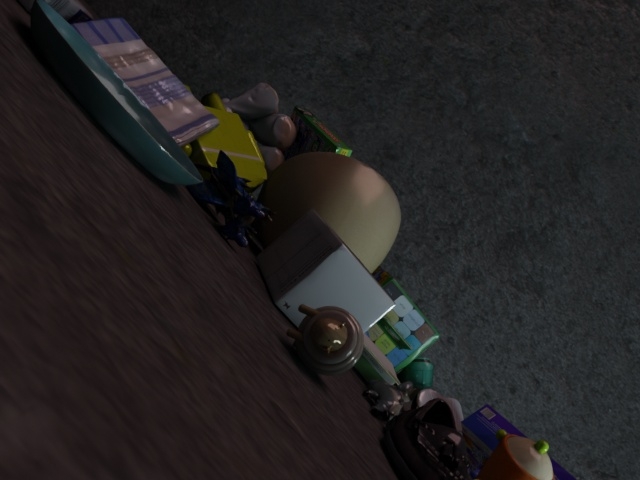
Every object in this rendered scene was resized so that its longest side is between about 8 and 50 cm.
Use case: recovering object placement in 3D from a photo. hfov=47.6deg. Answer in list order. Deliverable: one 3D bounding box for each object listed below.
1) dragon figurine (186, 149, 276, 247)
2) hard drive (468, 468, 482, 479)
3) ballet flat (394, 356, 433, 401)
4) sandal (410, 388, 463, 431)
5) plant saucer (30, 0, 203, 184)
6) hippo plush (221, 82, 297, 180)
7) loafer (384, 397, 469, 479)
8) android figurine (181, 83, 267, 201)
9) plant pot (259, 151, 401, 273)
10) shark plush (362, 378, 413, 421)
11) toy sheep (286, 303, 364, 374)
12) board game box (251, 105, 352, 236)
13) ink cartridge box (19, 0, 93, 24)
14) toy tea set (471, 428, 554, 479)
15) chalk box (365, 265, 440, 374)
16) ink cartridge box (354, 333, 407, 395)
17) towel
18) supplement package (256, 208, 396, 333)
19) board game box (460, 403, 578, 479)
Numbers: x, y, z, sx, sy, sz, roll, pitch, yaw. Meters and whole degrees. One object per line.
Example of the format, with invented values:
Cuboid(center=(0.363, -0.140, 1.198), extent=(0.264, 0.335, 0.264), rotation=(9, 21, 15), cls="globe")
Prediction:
Cuboid(center=(-0.164, -0.088, 1.214), extent=(0.289, 0.085, 0.144), rotation=(51, 1, 32), cls="dragon figurine")
Cuboid(center=(0.376, 0.497, 1.129), extent=(0.210, 0.040, 0.318), rotation=(14, 30, -42), cls="hard drive")
Cuboid(center=(0.202, 0.334, 1.703), extent=(0.247, 0.083, 0.087), rotation=(117, -21, -70), cls="ballet flat")
Cuboid(center=(0.255, 0.402, 1.642), extent=(0.265, 0.076, 0.102), rotation=(31, 45, -57), cls="sandal")
Cuboid(center=(-0.281, -0.188, 0.990), extent=(0.317, 0.044, 0.317), rotation=(50, 1, -1), cls="plant saucer")
Cuboid(center=(-0.220, -0.214, 1.669), extent=(0.236, 0.294, 0.234), rotation=(-18, -95, 65), cls="hippo plush")
Cuboid(center=(0.148, 0.269, 0.969), extent=(0.109, 0.095, 0.302), rotation=(49, 0, 2), cls="loafer")
Cuboid(center=(-0.203, -0.185, 1.441), extent=(0.248, 0.056, 0.273), rotation=(1, 57, -54), cls="android figurine")
Cuboid(center=(0.000, 0.000, 1.403), extent=(0.284, 0.284, 0.191), rotation=(49, 38, -27), cls="plant pot")
Cuboid(center=(0.093, 0.262, 1.159), extent=(0.067, 0.073, 0.161), rotation=(30, 18, 10), cls="shark plush")
Cuboid(center=(0.010, 0.121, 0.875), extent=(0.091, 0.091, 0.132), rotation=(49, -5, 18), cls="toy sheep")
Cuboid(center=(-0.056, -0.120, 1.678), extent=(0.046, 0.317, 0.213), rotation=(6, 30, -37), cls="board game box")
Cuboid(center=(-0.538, -0.506, 1.210), extent=(0.330, 0.071, 0.324), rotation=(51, 0, -13), cls="ink cartridge box")
Cuboid(center=(0.352, 0.414, 1.038), extent=(0.336, 0.124, 0.200), rotation=(40, 23, 12), cls="toy tea set")
Cuboid(center=(0.137, 0.191, 1.649), extent=(0.180, 0.179, 0.289), rotation=(50, 1, -8), cls="chalk box")
Cuboid(center=(0.079, 0.218, 1.383), extent=(0.171, 0.056, 0.235), rotation=(49, 3, -4), cls="ink cartridge box")
Cuboid(center=(-0.317, -0.289, 1.313), extent=(0.285, 0.034, 0.209), rotation=(48, 27, -3), cls="towel")
Cuboid(center=(0.000, 0.063, 1.168), extent=(0.134, 0.139, 0.244), rotation=(48, 2, -19), cls="supplement package")
Cuboid(center=(0.438, 0.526, 1.475), extent=(0.347, 0.078, 0.233), rotation=(38, -29, 51), cls="board game box")
